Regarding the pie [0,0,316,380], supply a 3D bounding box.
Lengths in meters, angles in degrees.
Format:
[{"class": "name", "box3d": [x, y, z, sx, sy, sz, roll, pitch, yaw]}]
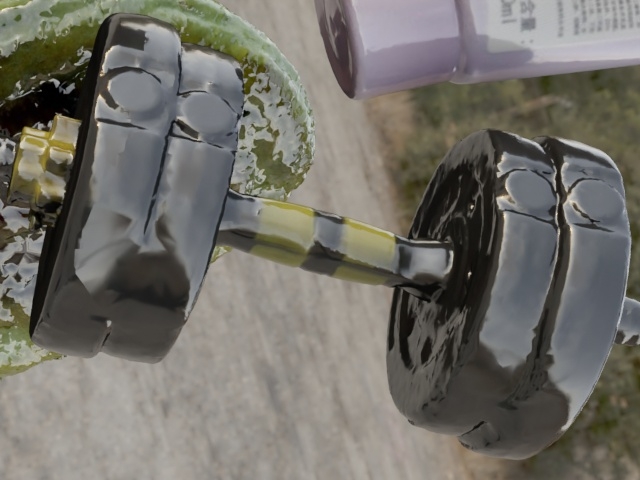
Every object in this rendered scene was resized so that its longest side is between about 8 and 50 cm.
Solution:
[{"class": "pie", "box3d": [-0.149, -0.036, 0.870, 0.070, 0.323, 0.323, 56, 2, 34]}]

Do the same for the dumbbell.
[{"class": "dumbbell", "box3d": [0.000, 0.000, 0.736, 0.185, 0.388, 0.185, -166, -90, -77]}]

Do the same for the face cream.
[{"class": "face cream", "box3d": [0.136, -0.157, 0.801, 0.096, 0.273, 0.154, 116, -41, -76]}]
